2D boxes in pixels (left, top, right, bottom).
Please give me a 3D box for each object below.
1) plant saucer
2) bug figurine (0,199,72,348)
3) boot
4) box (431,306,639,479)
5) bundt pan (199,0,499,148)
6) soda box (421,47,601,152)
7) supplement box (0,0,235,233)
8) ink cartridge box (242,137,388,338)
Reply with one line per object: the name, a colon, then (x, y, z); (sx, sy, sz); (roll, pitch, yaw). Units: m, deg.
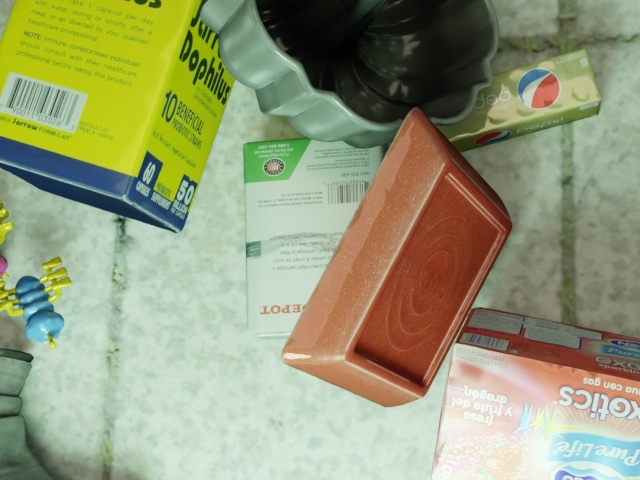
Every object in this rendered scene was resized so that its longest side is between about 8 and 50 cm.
plant saucer: (0.094, 0.037, 1.104); (0.048, 0.258, 0.259); (27, 86, 31)
bug figurine: (-0.414, 0.070, 1.245); (0.279, 0.072, 0.216); (-20, 54, -12)
boot: (-0.334, 0.222, 1.234); (0.338, 0.118, 0.222); (4, 71, 3)
box: (0.270, 0.172, 1.090); (0.300, 0.154, 0.142); (11, 104, 11)
bundt pan: (0.017, -0.237, 1.131); (0.124, 0.331, 0.331); (-27, 72, 50)
soda box: (0.202, -0.145, 1.219); (0.181, 0.058, 0.061); (-15, 78, 7)
supplement box: (-0.204, -0.215, 1.235); (0.195, 0.194, 0.356); (17, 84, 13)
ink cartridge box: (0.000, 0.000, 1.216); (0.153, 0.087, 0.208); (-3, 79, 10)
